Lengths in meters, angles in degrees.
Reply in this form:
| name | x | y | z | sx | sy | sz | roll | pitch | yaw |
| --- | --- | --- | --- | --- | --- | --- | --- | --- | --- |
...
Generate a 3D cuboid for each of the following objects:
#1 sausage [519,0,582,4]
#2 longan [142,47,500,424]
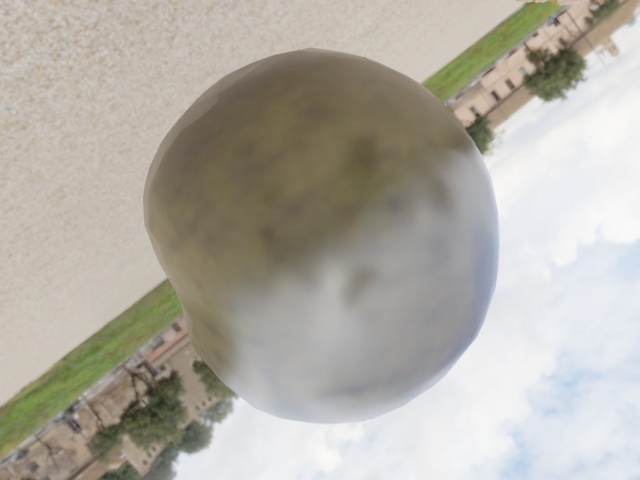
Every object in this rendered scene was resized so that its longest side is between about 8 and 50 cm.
| name | x | y | z | sx | sy | sz | roll | pitch | yaw |
| --- | --- | --- | --- | --- | --- | --- | --- | --- | --- |
| sausage | 0.137 | -0.230 | 0.254 | 0.270 | 0.109 | 0.109 | -57 | -175 | -2 |
| longan | 0.000 | 0.000 | 0.675 | 0.404 | 0.404 | 0.336 | -36 | -166 | 26 |
